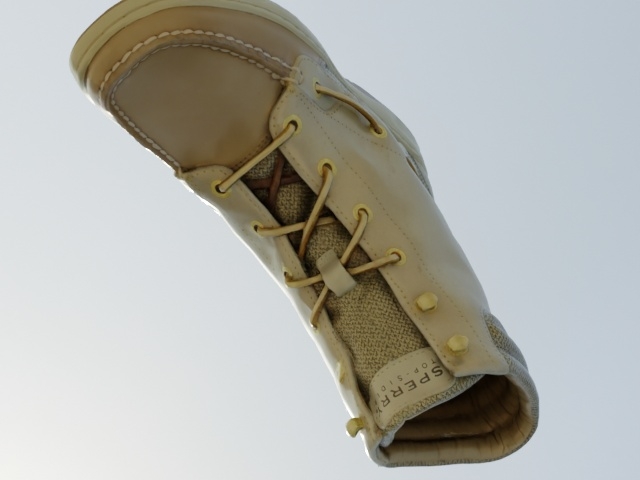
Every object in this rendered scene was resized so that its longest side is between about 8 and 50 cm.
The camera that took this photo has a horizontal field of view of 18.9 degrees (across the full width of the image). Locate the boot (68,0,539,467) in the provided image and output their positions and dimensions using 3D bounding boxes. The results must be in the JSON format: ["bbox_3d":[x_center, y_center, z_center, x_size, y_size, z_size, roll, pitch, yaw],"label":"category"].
[{"bbox_3d":[0.000,0.000,0.930,0.095,0.262,0.203,-36,-126,16],"label":"boot"}]
